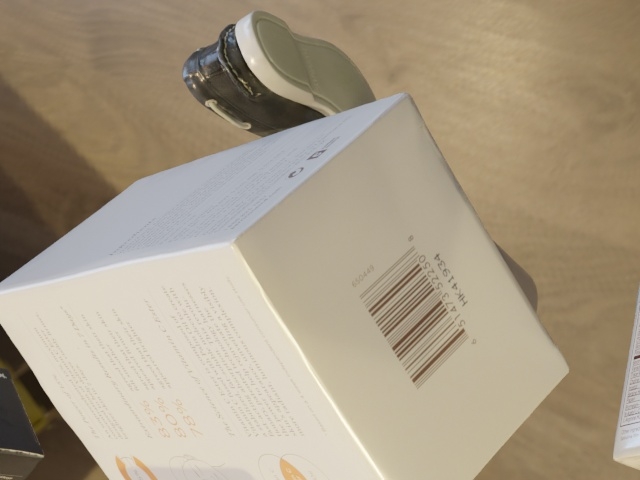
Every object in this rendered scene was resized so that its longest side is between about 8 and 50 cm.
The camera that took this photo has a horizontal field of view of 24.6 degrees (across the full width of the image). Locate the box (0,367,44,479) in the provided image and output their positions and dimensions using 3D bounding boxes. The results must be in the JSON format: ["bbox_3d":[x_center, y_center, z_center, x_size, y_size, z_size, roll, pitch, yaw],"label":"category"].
[{"bbox_3d":[-0.464,0.276,1.854,0.207,0.108,0.153,-51,49,21],"label":"box"}]

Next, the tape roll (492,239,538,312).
[{"bbox_3d":[0.137,0.096,1.654,0.219,0.219,0.072,-35,118,26],"label":"tape roll"}]

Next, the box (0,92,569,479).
[{"bbox_3d":[-0.043,0.062,0.999,0.345,0.168,0.215,-11,115,53],"label":"box"}]

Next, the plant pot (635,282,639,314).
[{"bbox_3d":[0.406,0.074,1.140,0.290,0.195,0.290,0,94,2],"label":"plant pot"}]

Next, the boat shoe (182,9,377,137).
[{"bbox_3d":[-0.028,-0.143,1.453,0.091,0.302,0.114,-25,65,21],"label":"boat shoe"}]

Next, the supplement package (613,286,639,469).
[{"bbox_3d":[0.246,0.008,0.562,0.194,0.203,0.149,20,160,-19],"label":"supplement package"}]
